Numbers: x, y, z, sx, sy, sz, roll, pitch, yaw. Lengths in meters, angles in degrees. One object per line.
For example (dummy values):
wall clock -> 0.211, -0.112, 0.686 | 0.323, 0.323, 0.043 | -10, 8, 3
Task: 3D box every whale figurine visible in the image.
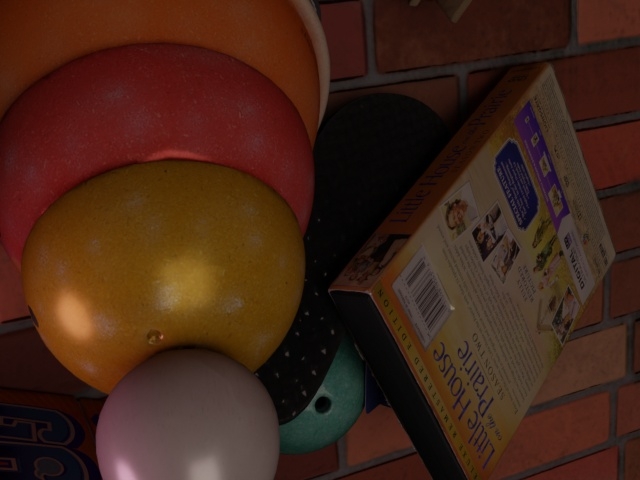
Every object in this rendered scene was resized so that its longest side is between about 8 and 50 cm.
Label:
whale figurine -> -0.050, 0.123, 0.967 | 0.216, 0.141, 0.272 | -39, 116, -10

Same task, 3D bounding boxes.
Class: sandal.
sandal -> -0.002, -0.001, 0.939 | 0.167, 0.107, 0.445 | 46, 58, -15

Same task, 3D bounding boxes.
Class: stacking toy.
stacking toy -> -0.123, -0.001, 0.667 | 0.351, 0.480, 0.350 | -8, 135, -8

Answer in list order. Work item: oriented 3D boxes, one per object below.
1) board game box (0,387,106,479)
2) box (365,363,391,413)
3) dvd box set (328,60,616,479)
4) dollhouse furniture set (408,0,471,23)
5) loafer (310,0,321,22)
board game box -> -0.248, 0.381, 0.828 | 0.356, 0.356, 0.356 | 13, 99, -27
box -> 0.122, 0.111, 1.036 | 0.225, 0.037, 0.136 | -22, 118, -54
dvd box set -> 0.202, 0.034, 1.002 | 0.420, 0.062, 0.307 | -49, 124, -33
dollhouse furniture set -> 0.075, -0.385, 0.875 | 0.262, 0.135, 0.259 | 15, 129, -27
loafer -> -0.149, -0.249, 0.849 | 0.303, 0.095, 0.109 | 18, 87, -24
